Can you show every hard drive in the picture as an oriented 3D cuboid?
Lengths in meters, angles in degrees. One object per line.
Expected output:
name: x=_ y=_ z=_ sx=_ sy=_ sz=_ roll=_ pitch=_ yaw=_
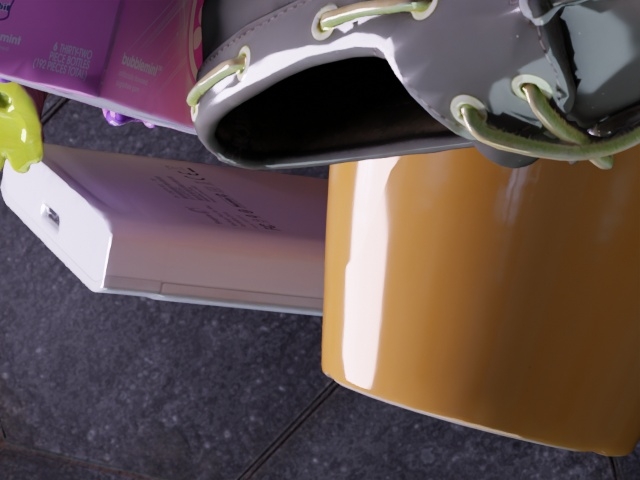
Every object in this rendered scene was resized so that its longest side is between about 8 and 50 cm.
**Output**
hard drive: x=0.000 y=0.000 z=1.050 sx=0.307 sy=0.040 sz=0.203 roll=7 pitch=-168 yaw=-25

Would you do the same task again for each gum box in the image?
gum box: x=-0.059 y=-0.099 z=0.729 sx=0.062 sy=0.107 sz=0.188 roll=15 pitch=-179 yaw=18

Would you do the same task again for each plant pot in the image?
plant pot: x=0.084 y=-0.022 z=0.760 sx=0.205 sy=0.188 sz=0.205 roll=14 pitch=-179 yaw=0

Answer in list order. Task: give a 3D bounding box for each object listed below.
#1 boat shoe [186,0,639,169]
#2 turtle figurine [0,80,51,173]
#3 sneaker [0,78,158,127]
boat shoe: x=0.062 y=-0.064 z=0.568 sx=0.109 sy=0.091 sz=0.305 roll=14 pitch=174 yaw=-36
turtle figurine: x=-0.150 y=-0.121 z=1.055 sx=0.269 sy=0.087 sz=0.217 roll=29 pitch=-145 yaw=-2
sneaker: x=-0.065 y=-0.099 z=0.952 sx=0.236 sy=0.104 sz=0.095 roll=13 pitch=162 yaw=-11
